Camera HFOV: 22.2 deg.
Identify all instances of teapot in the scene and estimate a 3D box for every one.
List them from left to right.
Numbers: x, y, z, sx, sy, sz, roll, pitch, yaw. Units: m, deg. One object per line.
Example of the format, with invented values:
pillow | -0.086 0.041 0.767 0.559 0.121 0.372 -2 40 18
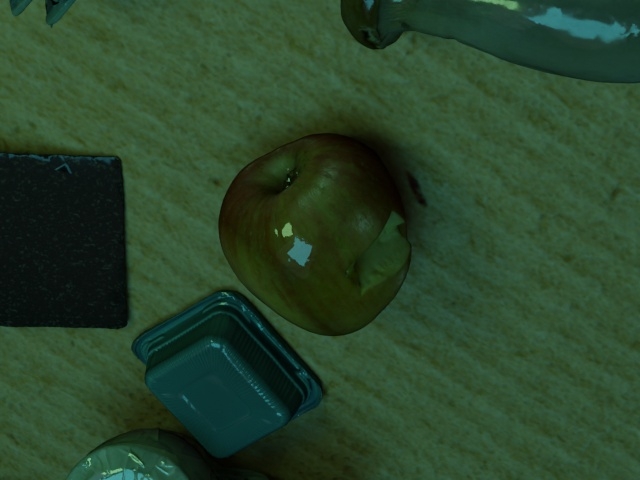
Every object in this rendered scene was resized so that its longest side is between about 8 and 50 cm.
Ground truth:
teapot | -0.163 0.273 1.800 0.221 0.178 0.163 -21 96 13

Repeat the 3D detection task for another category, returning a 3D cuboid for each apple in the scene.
apple | 0.000 0.000 1.573 0.199 0.199 0.199 7 125 11

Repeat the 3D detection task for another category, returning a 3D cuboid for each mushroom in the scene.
mushroom | 0.189 -0.203 1.413 0.350 0.128 0.128 6 124 15

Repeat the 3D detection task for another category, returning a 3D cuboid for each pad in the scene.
pad | -0.371 0.000 1.726 0.330 0.004 0.220 2 122 -1

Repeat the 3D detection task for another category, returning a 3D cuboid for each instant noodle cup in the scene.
instant noodle cup | -0.105 0.154 1.764 0.157 0.070 0.179 -31 110 28

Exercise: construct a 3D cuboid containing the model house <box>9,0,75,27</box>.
model house | -0.265 -0.316 1.402 0.224 0.215 0.198 -47 64 33
